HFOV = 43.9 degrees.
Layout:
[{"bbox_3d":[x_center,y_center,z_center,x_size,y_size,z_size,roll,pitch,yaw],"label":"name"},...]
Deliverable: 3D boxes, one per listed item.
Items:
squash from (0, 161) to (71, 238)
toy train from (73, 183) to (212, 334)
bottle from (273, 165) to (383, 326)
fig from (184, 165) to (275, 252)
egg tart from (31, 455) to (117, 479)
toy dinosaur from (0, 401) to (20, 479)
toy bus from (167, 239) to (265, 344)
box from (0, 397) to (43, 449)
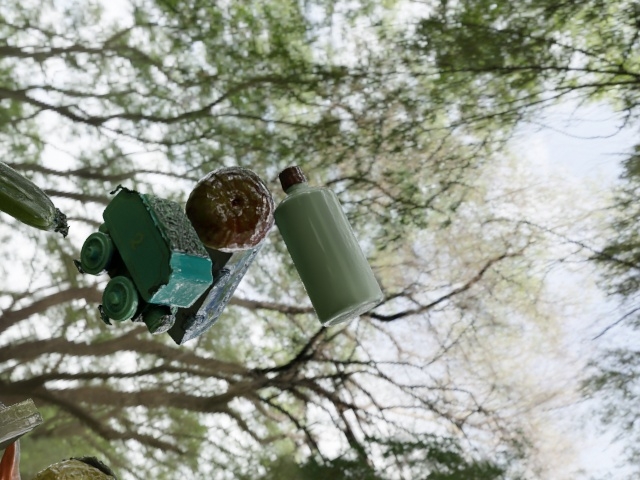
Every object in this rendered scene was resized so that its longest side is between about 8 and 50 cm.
[{"bbox_3d":[-0.604,-0.100,1.502,0.087,0.331,0.087,-24,-132,30],"label":"squash"},{"bbox_3d":[-0.255,0.026,1.160,0.163,0.112,0.203,-45,-118,19],"label":"toy train"},{"bbox_3d":[0.000,0.000,1.197,0.104,0.104,0.245,-45,-115,54],"label":"bottle"},{"bbox_3d":[-0.153,-0.059,1.391,0.148,0.149,0.202,55,12,-14],"label":"fig"},{"bbox_3d":[-0.412,0.495,1.393,0.098,0.232,0.252,-39,-122,40],"label":"egg tart"},{"bbox_3d":[-0.432,0.322,1.043,0.055,0.101,0.280,39,-40,40],"label":"toy dinosaur"},{"bbox_3d":[-0.245,0.088,1.749,0.109,0.136,0.330,48,-51,18],"label":"toy bus"},{"bbox_3d":[-0.378,0.223,0.921,0.079,0.083,0.035,-34,-99,21],"label":"box"}]
